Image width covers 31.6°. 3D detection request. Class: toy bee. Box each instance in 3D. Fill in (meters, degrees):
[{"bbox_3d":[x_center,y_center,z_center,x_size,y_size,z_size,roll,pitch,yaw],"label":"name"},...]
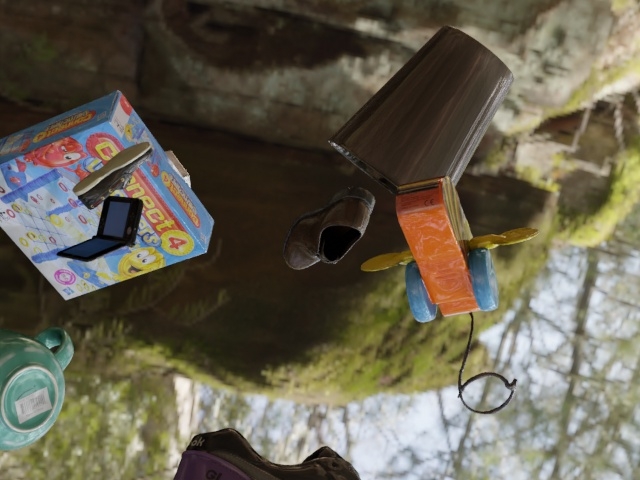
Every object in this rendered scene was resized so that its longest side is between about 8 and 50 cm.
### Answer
[{"bbox_3d":[0.144,0.033,1.308,0.195,0.298,0.162,6,-143,3],"label":"toy bee"}]

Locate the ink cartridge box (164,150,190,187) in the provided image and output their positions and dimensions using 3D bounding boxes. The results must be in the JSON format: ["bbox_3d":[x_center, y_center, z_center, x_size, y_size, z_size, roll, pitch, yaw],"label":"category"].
[{"bbox_3d":[-0.271,-0.079,2.040,0.056,0.135,0.099,-18,-140,-20],"label":"ink cartridge box"}]

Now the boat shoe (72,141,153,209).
[{"bbox_3d":[-0.298,-0.096,1.654,0.133,0.042,0.049,-36,-151,-1],"label":"boat shoe"}]

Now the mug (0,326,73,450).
[{"bbox_3d":[-0.344,0.154,1.256,0.097,0.158,0.129,8,160,41],"label":"mug"}]

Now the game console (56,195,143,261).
[{"bbox_3d":[-0.325,-0.019,1.665,0.071,0.107,0.122,14,176,-36],"label":"game console"}]

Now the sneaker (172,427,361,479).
[{"bbox_3d":[0.023,0.221,0.847,0.283,0.107,0.124,22,-117,-16],"label":"sneaker"}]

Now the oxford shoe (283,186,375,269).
[{"bbox_3d":[0.000,0.000,1.874,0.082,0.227,0.096,26,-128,-18],"label":"oxford shoe"}]

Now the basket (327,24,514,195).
[{"bbox_3d":[0.155,-0.173,1.585,0.204,0.227,0.154,39,-179,33],"label":"basket"}]

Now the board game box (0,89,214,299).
[{"bbox_3d":[-0.389,-0.067,1.917,0.302,0.308,0.086,-19,-143,22],"label":"board game box"}]
